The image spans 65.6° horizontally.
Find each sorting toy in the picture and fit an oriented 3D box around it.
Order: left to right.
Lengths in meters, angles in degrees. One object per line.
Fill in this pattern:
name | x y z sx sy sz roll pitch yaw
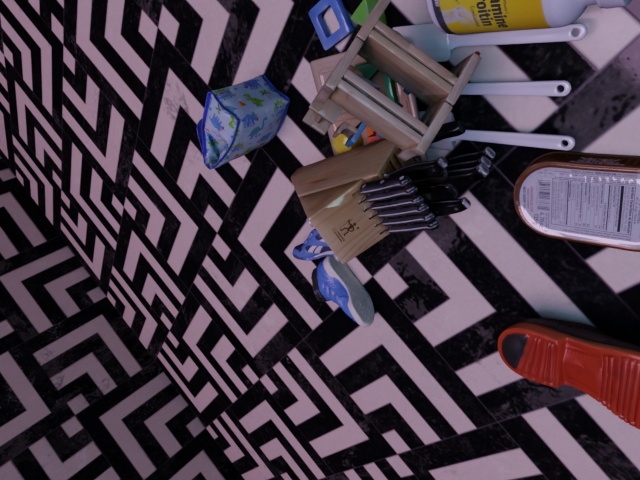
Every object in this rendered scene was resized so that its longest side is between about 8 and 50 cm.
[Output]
sorting toy | 0.060 -0.183 0.731 0.196 0.047 0.348 9 122 49

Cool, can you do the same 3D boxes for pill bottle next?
pill bottle | 0.206 -0.264 0.493 0.184 0.103 0.103 15 126 40

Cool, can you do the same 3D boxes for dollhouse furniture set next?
dollhouse furniture set | 0.076 -0.183 0.610 0.129 0.129 0.183 33 176 -9

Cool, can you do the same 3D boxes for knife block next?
knife block | 0.091 -0.089 0.694 0.088 0.242 0.276 53 -175 -25

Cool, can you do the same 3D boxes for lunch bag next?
lunch bag | -0.140 -0.200 0.875 0.096 0.128 0.151 46 142 14

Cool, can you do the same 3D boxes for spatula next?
spatula | 0.198 -0.186 0.620 0.242 0.019 0.168 16 125 41

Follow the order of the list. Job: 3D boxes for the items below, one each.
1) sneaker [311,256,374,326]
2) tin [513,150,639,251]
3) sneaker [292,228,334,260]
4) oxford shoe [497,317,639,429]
sneaker | 0.038 0.107 0.956 0.152 0.058 0.084 56 136 7
tin | 0.322 -0.045 0.580 0.189 0.040 0.106 13 129 40
sneaker | 0.000 0.000 0.931 0.144 0.053 0.059 -14 106 41
oxford shoe | 0.369 0.152 0.617 0.271 0.098 0.097 20 121 41
